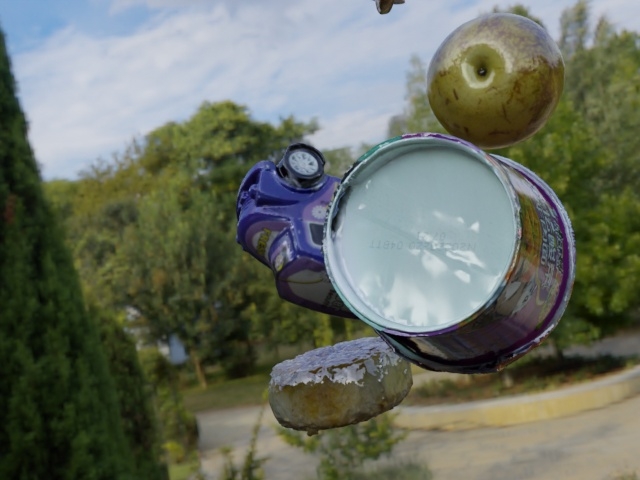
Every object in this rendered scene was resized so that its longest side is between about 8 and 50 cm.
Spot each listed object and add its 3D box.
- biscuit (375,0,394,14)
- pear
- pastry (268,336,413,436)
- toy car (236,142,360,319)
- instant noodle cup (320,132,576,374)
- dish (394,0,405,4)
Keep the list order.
[{"bbox_3d":[0.074,-0.404,1.297,0.041,0.203,0.260,-15,-9,3],"label":"biscuit"},{"bbox_3d":[0.346,-0.311,1.900,0.280,0.281,0.281,-11,-3,-1],"label":"pear"},{"bbox_3d":[0.028,0.191,1.262,0.192,0.093,0.182,-14,2,5],"label":"pastry"},{"bbox_3d":[0.000,0.000,1.222,0.235,0.158,0.172,16,-39,-4],"label":"toy car"},{"bbox_3d":[0.122,0.009,0.971,0.251,0.251,0.190,-12,-13,19],"label":"instant noodle cup"},{"bbox_3d":[0.079,-0.463,1.532,0.077,0.151,0.212,-15,29,14],"label":"dish"}]
